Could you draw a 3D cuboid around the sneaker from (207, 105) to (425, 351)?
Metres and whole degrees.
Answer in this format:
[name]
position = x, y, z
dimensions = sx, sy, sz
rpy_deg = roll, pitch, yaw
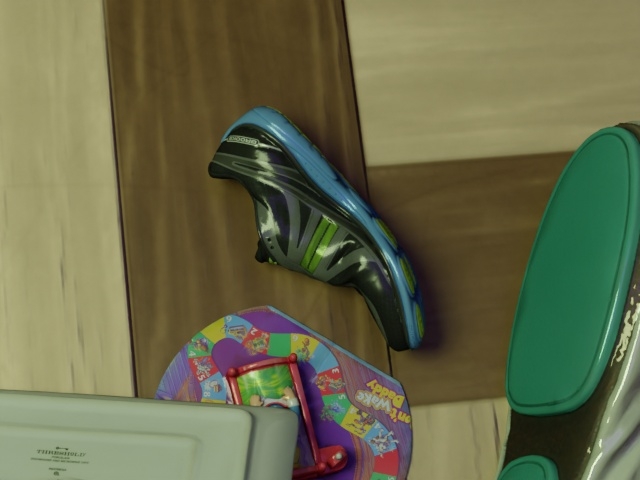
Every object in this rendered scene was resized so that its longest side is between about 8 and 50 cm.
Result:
[sneaker]
position = 0.000, 0.000, 0.935
dimensions = 0.078, 0.067, 0.188
rpy_deg = -42, 84, 6

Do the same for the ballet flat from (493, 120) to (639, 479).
[ballet flat]
position = 0.177, 0.129, 0.892
dimensions = 0.139, 0.139, 0.400
rpy_deg = 16, 77, -2

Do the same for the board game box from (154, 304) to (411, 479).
[board game box]
position = -0.022, 0.117, 0.907
dimensions = 0.168, 0.033, 0.133
rpy_deg = 31, 73, 2

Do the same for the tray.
[tray]
position = -0.152, 0.135, 0.835
dimensions = 0.270, 0.030, 0.145
rpy_deg = 3, 41, 2
